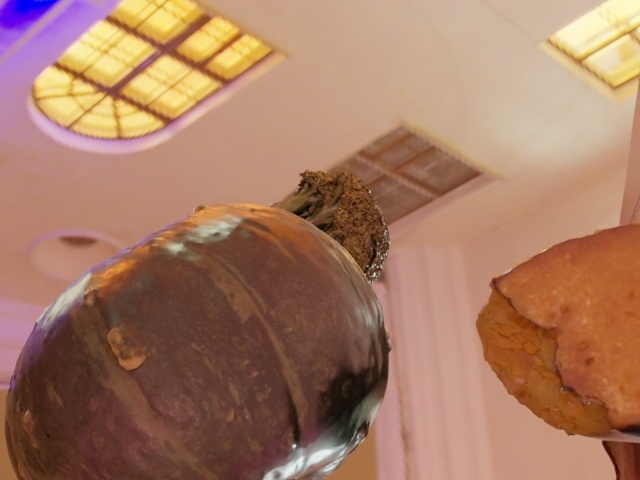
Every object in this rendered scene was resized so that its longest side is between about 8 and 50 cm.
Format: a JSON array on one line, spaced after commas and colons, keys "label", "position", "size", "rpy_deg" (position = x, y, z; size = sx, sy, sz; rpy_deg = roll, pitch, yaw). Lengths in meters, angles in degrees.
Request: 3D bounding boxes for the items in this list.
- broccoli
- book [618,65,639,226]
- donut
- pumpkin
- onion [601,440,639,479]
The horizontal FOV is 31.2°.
[{"label": "broccoli", "position": [0.000, 0.000, 0.972], "size": [0.120, 0.130, 0.131], "rpy_deg": [-2, -116, -26]}, {"label": "book", "position": [0.388, -0.184, 1.288], "size": [0.028, 0.262, 0.374], "rpy_deg": [13, -130, 9]}, {"label": "donut", "position": [0.297, 0.218, 0.948], "size": [0.378, 0.163, 0.435], "rpy_deg": [10, -104, 4]}, {"label": "pumpkin", "position": [-0.055, 0.068, 0.525], "size": [0.146, 0.190, 0.190], "rpy_deg": [59, -143, -4]}, {"label": "onion", "position": [0.466, 0.251, 1.392], "size": [0.276, 0.276, 0.276], "rpy_deg": [28, -132, -36]}]
